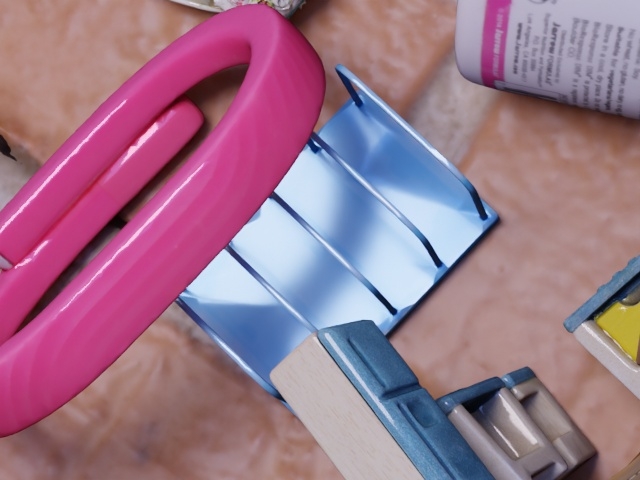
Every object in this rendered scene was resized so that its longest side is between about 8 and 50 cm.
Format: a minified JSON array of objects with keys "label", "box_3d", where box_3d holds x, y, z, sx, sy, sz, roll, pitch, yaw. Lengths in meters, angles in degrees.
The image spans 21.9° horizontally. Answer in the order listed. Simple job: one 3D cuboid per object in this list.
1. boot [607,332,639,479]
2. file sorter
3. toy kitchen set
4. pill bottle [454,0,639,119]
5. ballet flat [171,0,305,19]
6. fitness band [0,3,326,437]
[{"label":"boot","box_3d":[0.222,0.138,0.855,0.109,0.220,0.283,16,94,46]},{"label":"file sorter","box_3d":[0.000,0.000,0.957,0.118,0.104,0.170,43,89,14]},{"label":"toy kitchen set","box_3d":[0.107,0.054,0.862,0.166,0.207,0.122,-44,75,21]},{"label":"pill bottle","box_3d":[0.228,-0.137,0.912,0.283,0.160,0.160,13,82,12]},{"label":"ballet flat","box_3d":[-0.110,-0.200,1.031,0.241,0.091,0.077,34,112,19]},{"label":"fitness band","box_3d":[-0.115,-0.015,0.934,0.291,0.209,0.054,-47,112,0]}]
